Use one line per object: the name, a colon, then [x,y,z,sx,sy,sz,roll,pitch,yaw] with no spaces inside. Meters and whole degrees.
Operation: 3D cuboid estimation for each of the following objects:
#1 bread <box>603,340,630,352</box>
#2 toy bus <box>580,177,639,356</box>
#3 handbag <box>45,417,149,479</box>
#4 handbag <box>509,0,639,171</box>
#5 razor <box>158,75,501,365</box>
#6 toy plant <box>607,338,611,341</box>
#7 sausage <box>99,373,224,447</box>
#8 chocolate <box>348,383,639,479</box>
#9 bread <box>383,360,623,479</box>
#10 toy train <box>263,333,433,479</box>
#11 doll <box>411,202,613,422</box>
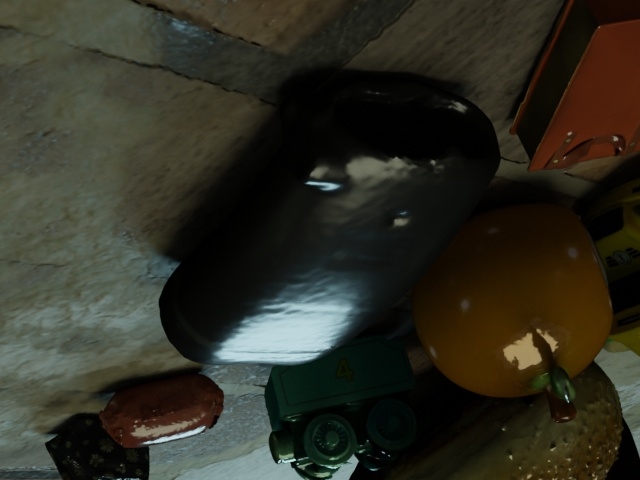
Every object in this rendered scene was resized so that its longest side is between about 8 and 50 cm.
bread: [0.445,0.080,1.494,0.140,0.060,0.178,-15,154,-9]
toy bus: [0.412,0.080,1.187,0.331,0.151,0.145,36,153,-10]
handbag: [-0.245,0.278,1.337,0.072,0.139,0.115,-43,145,27]
handbag: [0.241,-0.134,0.932,0.127,0.062,0.190,-11,151,-16]
razor: [0.000,0.002,0.979,0.204,0.113,0.349,1,148,-31]
toy plant: [0.360,0.075,1.365,0.143,0.105,0.200,24,144,-12]
sausage: [-0.179,0.194,1.293,0.141,0.076,0.076,-7,152,-23]
chocolate: [0.277,0.350,1.573,0.384,0.383,0.331,7,146,-42]
bread: [0.211,0.254,1.284,0.305,0.158,0.305,-36,171,-6]
toy train: [0.029,0.196,1.341,0.198,0.154,0.107,-10,157,-15]
doll: [0.199,0.087,1.136,0.213,0.236,0.213,-12,148,-8]
